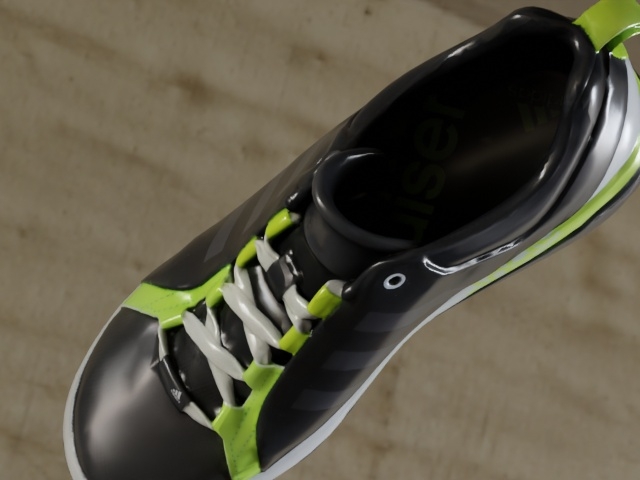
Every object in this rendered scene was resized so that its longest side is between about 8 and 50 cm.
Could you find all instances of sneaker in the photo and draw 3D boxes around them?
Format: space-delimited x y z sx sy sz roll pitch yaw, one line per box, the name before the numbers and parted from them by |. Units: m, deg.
sneaker | 0.000 0.000 0.428 0.084 0.234 0.097 53 7 20
